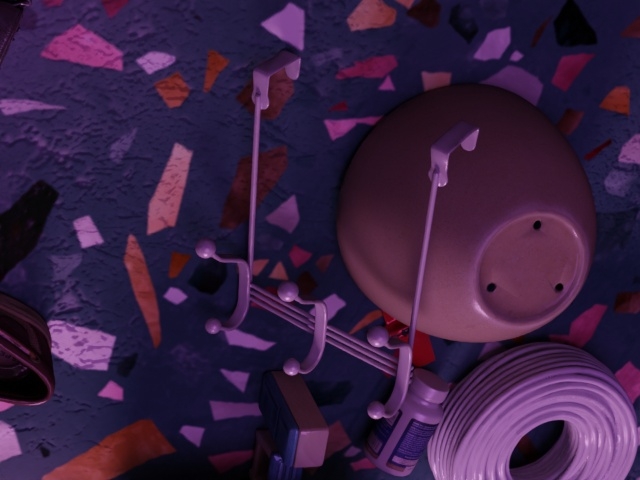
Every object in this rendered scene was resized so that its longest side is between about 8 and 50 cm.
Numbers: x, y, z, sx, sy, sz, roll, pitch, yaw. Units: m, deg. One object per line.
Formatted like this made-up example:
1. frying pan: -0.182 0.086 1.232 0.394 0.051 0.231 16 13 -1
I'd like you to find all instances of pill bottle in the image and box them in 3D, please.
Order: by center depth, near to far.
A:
1. pill bottle: 0.105 0.214 1.712 0.067 0.067 0.120 18 110 -27

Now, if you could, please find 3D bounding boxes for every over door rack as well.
1. over door rack: 0.000 0.000 1.453 0.108 0.239 0.324 -25 134 -52

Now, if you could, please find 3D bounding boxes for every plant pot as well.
1. plant pot: 0.181 -0.004 1.528 0.284 0.191 0.284 -8 114 -17

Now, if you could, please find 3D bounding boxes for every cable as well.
1. cable: 0.264 0.249 1.776 0.257 0.089 0.257 -35 124 1

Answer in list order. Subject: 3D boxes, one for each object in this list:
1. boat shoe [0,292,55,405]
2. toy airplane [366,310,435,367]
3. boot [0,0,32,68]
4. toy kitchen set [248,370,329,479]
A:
1. boat shoe: -0.414 0.085 1.416 0.342 0.123 0.123 27 106 -30
2. toy airplane: 0.122 0.087 1.671 0.151 0.028 0.151 -9 120 -15
3. boot: -0.411 -0.156 1.305 0.229 0.091 0.263 30 102 -30
4. toy kitchen set: -0.099 0.268 1.634 0.166 0.122 0.207 -1 117 -20
